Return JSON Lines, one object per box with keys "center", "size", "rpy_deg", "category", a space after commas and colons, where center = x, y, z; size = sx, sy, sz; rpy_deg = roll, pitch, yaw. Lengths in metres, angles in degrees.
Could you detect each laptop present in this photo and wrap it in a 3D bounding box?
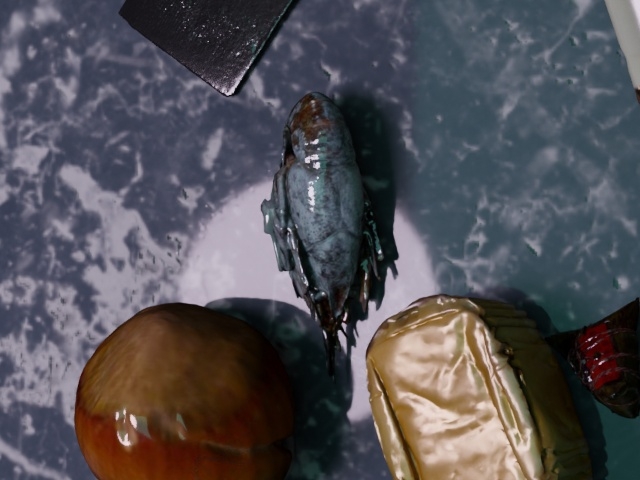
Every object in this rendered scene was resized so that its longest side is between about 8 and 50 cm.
{"center": [-0.071, -0.234, 0.963], "size": [0.135, 0.016, 0.197], "rpy_deg": [39, 103, 15], "category": "laptop"}

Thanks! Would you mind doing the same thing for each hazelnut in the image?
{"center": [-0.110, 0.140, 0.893], "size": [0.182, 0.182, 0.182], "rpy_deg": [0, 89, 20], "category": "hazelnut"}

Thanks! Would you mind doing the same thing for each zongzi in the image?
{"center": [0.200, 0.085, 0.849], "size": [0.073, 0.067, 0.083], "rpy_deg": [-7, 68, 31], "category": "zongzi"}

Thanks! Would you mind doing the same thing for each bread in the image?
{"center": [0.118, 0.135, 0.841], "size": [0.132, 0.114, 0.190], "rpy_deg": [-24, 73, 28], "category": "bread"}

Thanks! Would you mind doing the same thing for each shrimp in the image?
{"center": [0.000, 0.000, 0.905], "size": [0.090, 0.079, 0.232], "rpy_deg": [-4, 94, -18], "category": "shrimp"}

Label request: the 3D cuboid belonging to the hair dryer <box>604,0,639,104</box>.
{"center": [0.211, -0.245, 0.815], "size": [0.203, 0.128, 0.362], "rpy_deg": [-19, 91, 18], "category": "hair dryer"}
